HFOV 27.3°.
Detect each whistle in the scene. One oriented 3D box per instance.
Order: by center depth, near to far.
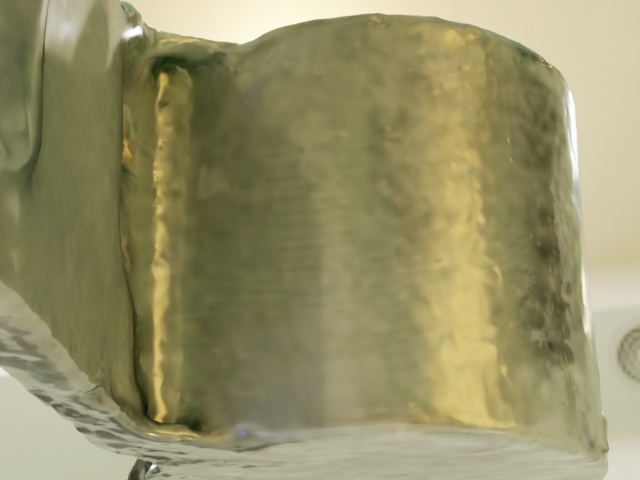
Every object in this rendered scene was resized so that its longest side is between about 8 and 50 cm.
[{"bbox_3d":[-0.031,0.003,0.503,0.188,0.168,0.405,-20,151,39],"label":"whistle"}]
